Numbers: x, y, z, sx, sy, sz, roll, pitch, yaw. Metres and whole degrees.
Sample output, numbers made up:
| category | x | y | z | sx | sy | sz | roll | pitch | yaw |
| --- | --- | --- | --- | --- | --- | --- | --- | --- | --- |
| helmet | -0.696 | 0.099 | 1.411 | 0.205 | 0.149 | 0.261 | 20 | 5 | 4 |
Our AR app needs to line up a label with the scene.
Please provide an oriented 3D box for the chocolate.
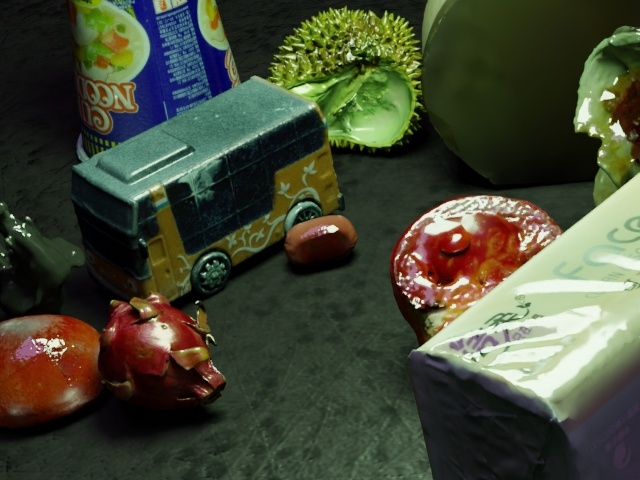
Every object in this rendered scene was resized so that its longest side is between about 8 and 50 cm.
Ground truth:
| category | x | y | z | sx | sy | sz | roll | pitch | yaw |
| --- | --- | --- | --- | --- | --- | --- | --- | --- | --- |
| chocolate | 0.297 | -0.274 | 2.194 | 0.326 | 0.314 | 0.297 | -4 | 29 | 11 |

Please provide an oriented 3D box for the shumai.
| category | x | y | z | sx | sy | sz | roll | pitch | yaw |
| --- | --- | --- | --- | --- | --- | --- | --- | --- | --- |
| shumai | 0.468 | -0.129 | 1.925 | 0.330 | 0.288 | 0.292 | -4 | 31 | 12 |

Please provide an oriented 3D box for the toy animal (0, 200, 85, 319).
| category | x | y | z | sx | sy | sz | roll | pitch | yaw |
| --- | --- | --- | --- | --- | --- | --- | --- | --- | --- |
| toy animal | -0.362 | 0.024 | 1.984 | 0.146 | 0.245 | 0.114 | 41 | 78 | 9 |

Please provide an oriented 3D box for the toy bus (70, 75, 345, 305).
| category | x | y | z | sx | sy | sz | roll | pitch | yaw |
| --- | --- | --- | --- | --- | --- | --- | --- | --- | --- |
| toy bus | -0.144 | -0.061 | 2.081 | 0.323 | 0.194 | 0.162 | -29 | 38 | -28 |

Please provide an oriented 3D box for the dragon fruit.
| category | x | y | z | sx | sy | sz | roll | pitch | yaw |
| --- | --- | --- | --- | --- | --- | --- | --- | --- | --- |
| dragon fruit | -0.185 | 0.133 | 1.852 | 0.166 | 0.136 | 0.133 | 35 | 41 | 24 |

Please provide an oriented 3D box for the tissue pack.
| category | x | y | z | sx | sy | sz | roll | pitch | yaw |
| --- | --- | --- | --- | --- | --- | --- | --- | --- | --- |
| tissue pack | 0.295 | 0.153 | 1.492 | 0.205 | 0.332 | 0.405 | 17 | 40 | 42 |

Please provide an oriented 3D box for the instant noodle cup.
| category | x | y | z | sx | sy | sz | roll | pitch | yaw |
| --- | --- | --- | --- | --- | --- | --- | --- | --- | --- |
| instant noodle cup | -0.247 | -0.289 | 2.359 | 0.284 | 0.312 | 0.284 | -7 | 32 | 4 |

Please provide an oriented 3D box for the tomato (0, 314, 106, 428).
| category | x | y | z | sx | sy | sz | roll | pitch | yaw |
| --- | --- | --- | --- | --- | --- | --- | --- | --- | --- |
| tomato | -0.339 | 0.132 | 1.918 | 0.173 | 0.099 | 0.189 | -21 | 32 | -13 |

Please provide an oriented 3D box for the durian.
| category | x | y | z | sx | sy | sz | roll | pitch | yaw |
| --- | --- | --- | --- | --- | --- | --- | --- | --- | --- |
| durian | 0.039 | -0.225 | 2.282 | 0.237 | 0.200 | 0.176 | -8 | 54 | 21 |

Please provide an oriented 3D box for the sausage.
| category | x | y | z | sx | sy | sz | roll | pitch | yaw |
| --- | --- | --- | --- | --- | --- | --- | --- | --- | --- |
| sausage | 0.000 | 0.000 | 2.070 | 0.094 | 0.059 | 0.054 | -15 | 19 | 0 |

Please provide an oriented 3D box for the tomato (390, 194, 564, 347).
| category | x | y | z | sx | sy | sz | roll | pitch | yaw |
| --- | --- | --- | --- | --- | --- | --- | --- | --- | --- |
| tomato | 0.192 | 0.071 | 1.833 | 0.200 | 0.139 | 0.233 | -23 | 68 | -7 |
